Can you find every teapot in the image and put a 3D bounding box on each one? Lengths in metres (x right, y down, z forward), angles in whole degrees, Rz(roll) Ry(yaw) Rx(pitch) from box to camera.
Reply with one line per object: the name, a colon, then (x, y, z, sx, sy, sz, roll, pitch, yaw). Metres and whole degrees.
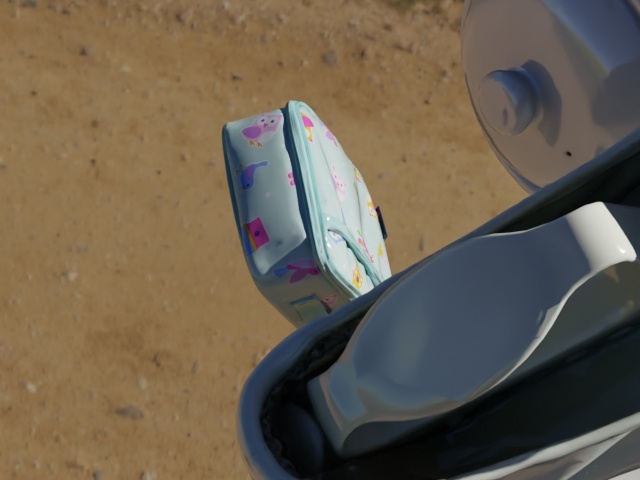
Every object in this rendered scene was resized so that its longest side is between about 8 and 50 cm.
teapot: (0.162, -0.094, 0.589, 0.187, 0.252, 0.256, -26, 91, -25)

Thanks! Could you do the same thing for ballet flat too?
ballet flat: (0.140, 0.003, 0.403, 0.400, 0.139, 0.139, -32, 57, 11)

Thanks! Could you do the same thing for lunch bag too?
lunch bag: (0.000, 0.000, 1.180, 0.108, 0.279, 0.224, -21, 62, 12)

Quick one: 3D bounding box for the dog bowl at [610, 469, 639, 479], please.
dog bowl: (0.285, 0.190, 0.635, 0.349, 0.102, 0.349, 9, 21, -4)
